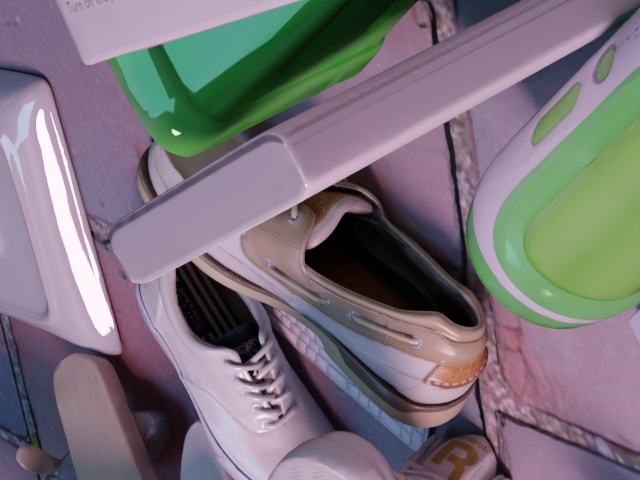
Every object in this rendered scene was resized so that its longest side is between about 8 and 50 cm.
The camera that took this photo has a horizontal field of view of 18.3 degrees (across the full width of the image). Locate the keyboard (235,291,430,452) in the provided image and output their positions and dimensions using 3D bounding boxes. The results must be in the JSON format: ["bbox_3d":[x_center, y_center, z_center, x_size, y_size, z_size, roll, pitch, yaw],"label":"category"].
[{"bbox_3d":[-0.005,0.071,1.559,0.256,0.014,0.072,40,141,27],"label":"keyboard"}]

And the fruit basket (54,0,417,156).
[{"bbox_3d":[-0.117,-0.239,1.279,0.392,0.283,0.392,13,116,29],"label":"fruit basket"}]

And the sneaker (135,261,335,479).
[{"bbox_3d":[-0.062,0.111,1.576,0.258,0.094,0.091,51,158,9],"label":"sneaker"}]

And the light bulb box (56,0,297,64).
[{"bbox_3d":[0.001,-0.324,0.950,0.225,0.358,0.361,-8,107,52],"label":"light bulb box"}]

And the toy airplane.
[{"bbox_3d":[-0.152,0.322,1.723,0.384,0.386,0.272,17,169,31],"label":"toy airplane"}]

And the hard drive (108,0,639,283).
[{"bbox_3d":[0.048,-0.076,1.118,0.203,0.307,0.040,-26,92,56],"label":"hard drive"}]

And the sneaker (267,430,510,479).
[{"bbox_3d":[0.056,0.181,1.414,0.108,0.169,0.292,31,153,24],"label":"sneaker"}]

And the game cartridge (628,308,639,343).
[{"bbox_3d":[0.232,0.057,1.244,0.083,0.017,0.056,-21,101,56],"label":"game cartridge"}]

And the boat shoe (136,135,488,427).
[{"bbox_3d":[0.000,0.000,1.424,0.302,0.113,0.103,37,140,13],"label":"boat shoe"}]

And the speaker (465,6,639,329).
[{"bbox_3d":[0.195,-0.057,1.108,0.131,0.131,0.296,54,145,9],"label":"speaker"}]

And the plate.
[{"bbox_3d":[-0.310,-0.033,1.845,0.278,0.045,0.277,15,127,46],"label":"plate"}]
